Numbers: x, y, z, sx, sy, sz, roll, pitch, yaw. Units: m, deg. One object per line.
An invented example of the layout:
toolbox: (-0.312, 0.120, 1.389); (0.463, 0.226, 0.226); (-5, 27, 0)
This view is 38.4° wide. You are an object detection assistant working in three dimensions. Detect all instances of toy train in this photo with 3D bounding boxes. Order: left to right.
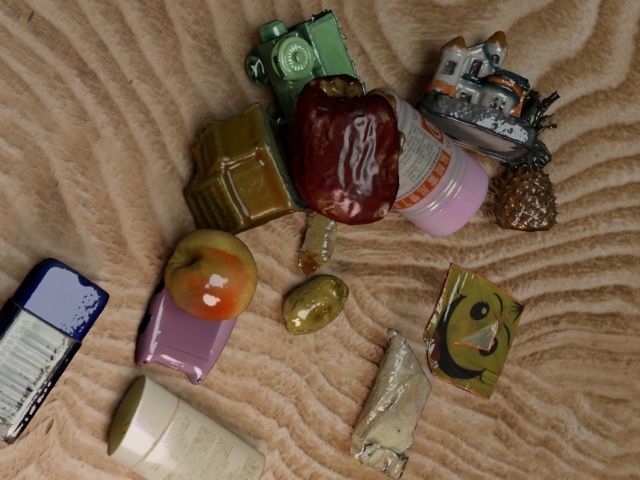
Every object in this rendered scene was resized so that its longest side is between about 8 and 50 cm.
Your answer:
toy train: (-0.028, -0.330, 1.888); (0.188, 0.159, 0.272); (-30, 107, -27)

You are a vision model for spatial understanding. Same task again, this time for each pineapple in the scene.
pineapple: (0.491, -0.202, 2.207); (0.165, 0.165, 0.365); (0, 91, -30)

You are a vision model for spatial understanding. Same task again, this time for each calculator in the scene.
calculator: (-0.254, 0.141, 1.883); (0.194, 0.043, 0.294); (25, 82, -29)

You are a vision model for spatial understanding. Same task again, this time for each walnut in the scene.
walnut: (0.067, -0.176, 1.756); (0.243, 0.222, 0.269); (-10, 121, -26)

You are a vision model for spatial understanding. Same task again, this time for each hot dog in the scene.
hot dog: (-0.001, 0.000, 1.994); (0.061, 0.078, 0.169); (17, 89, -70)

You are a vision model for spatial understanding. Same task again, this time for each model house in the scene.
model house: (-0.161, -0.122, 1.846); (0.239, 0.173, 0.268); (-20, 105, 14)
model house: (0.370, -0.355, 2.063); (0.271, 0.190, 0.301); (19, 76, -1)

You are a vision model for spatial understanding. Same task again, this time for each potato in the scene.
potato: (-0.010, 0.139, 2.002); (0.170, 0.080, 0.107); (-26, 96, -23)

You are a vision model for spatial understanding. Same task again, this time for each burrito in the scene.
burrito: (0.171, 0.378, 2.126); (0.175, 0.107, 0.348); (14, 92, -46)

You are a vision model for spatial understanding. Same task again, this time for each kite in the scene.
kite: (0.390, 0.219, 2.278); (0.327, 0.013, 0.378); (-21, 105, -26)

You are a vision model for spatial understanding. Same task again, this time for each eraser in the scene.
eraser: (-0.543, 0.198, 1.694); (0.155, 0.101, 0.332); (38, 77, -26)

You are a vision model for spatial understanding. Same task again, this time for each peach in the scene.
peach: (-0.208, 0.071, 1.791); (0.184, 0.184, 0.184); (-4, 99, -29)

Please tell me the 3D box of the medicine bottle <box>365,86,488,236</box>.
medicine bottle: (0.194, -0.166, 2.005); (0.315, 0.202, 0.202); (34, 80, -28)

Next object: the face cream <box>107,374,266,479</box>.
face cream: (-0.280, 0.433, 1.885); (0.348, 0.081, 0.174); (40, 78, -28)
